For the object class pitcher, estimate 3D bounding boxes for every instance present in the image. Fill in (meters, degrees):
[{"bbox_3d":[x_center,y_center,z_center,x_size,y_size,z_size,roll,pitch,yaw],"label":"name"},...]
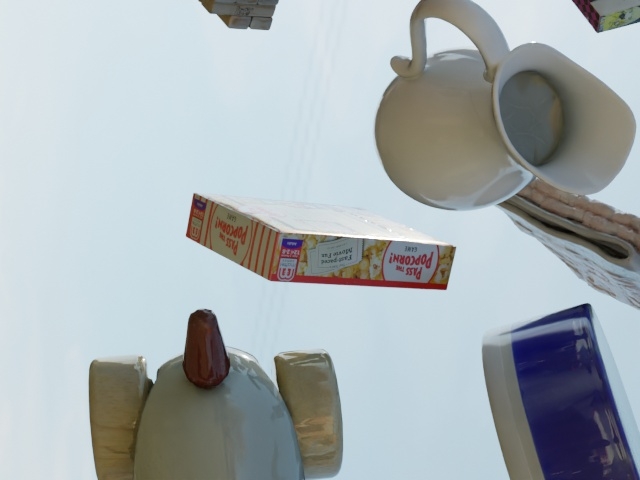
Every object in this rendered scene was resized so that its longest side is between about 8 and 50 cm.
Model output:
[{"bbox_3d":[0.104,-0.103,0.892,0.125,0.178,0.207,-49,-163,-16],"label":"pitcher"}]

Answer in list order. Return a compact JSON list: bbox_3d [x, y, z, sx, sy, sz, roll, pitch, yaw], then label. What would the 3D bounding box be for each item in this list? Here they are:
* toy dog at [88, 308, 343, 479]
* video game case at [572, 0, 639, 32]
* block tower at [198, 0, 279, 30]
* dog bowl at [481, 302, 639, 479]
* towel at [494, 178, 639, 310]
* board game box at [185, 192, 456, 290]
[{"bbox_3d":[-0.048,0.172,0.667,0.334,0.220,0.161,58,-17,31],"label":"toy dog"},{"bbox_3d":[0.465,-0.429,1.877,0.042,0.210,0.232,90,-20,-51],"label":"video game case"},{"bbox_3d":[-0.064,-0.405,1.367,0.097,0.091,0.335,51,-47,40],"label":"block tower"},{"bbox_3d":[0.241,0.195,1.125,0.265,0.104,0.265,-19,90,-76],"label":"dog bowl"},{"bbox_3d":[0.322,0.026,1.289,0.053,0.317,0.332,-58,-147,1],"label":"towel"},{"bbox_3d":[0.000,0.000,1.083,0.147,0.193,0.045,25,-74,53],"label":"board game box"}]
